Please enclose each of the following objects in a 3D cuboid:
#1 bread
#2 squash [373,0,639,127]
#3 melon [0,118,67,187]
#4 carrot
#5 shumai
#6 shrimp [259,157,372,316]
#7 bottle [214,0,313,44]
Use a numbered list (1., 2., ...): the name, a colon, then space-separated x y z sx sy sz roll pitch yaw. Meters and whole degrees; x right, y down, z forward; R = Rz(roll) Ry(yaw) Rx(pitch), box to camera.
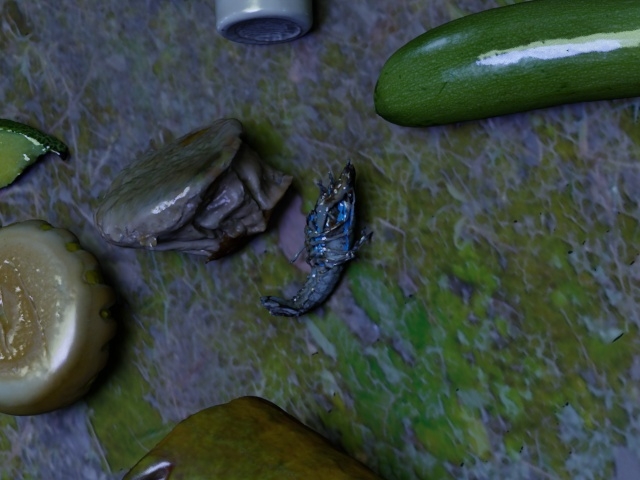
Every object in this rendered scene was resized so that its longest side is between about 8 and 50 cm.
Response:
1. bread: -0.306 0.082 1.798 0.213 0.104 0.213 -7 74 25
2. squash: 0.225 -0.176 1.589 0.395 0.107 0.107 -6 78 26
3. melon: -0.404 -0.085 1.909 0.261 0.053 0.114 -9 84 24
4. carrot: -0.037 0.298 1.555 0.340 0.241 0.241 33 96 28
5. shumai: -0.128 -0.038 1.731 0.201 0.201 0.120 -27 112 19
6. shrimp: 0.003 0.003 1.698 0.174 0.076 0.082 -63 22 8
7. bottle: -0.064 -0.335 1.760 0.104 0.104 0.245 -9 77 24
